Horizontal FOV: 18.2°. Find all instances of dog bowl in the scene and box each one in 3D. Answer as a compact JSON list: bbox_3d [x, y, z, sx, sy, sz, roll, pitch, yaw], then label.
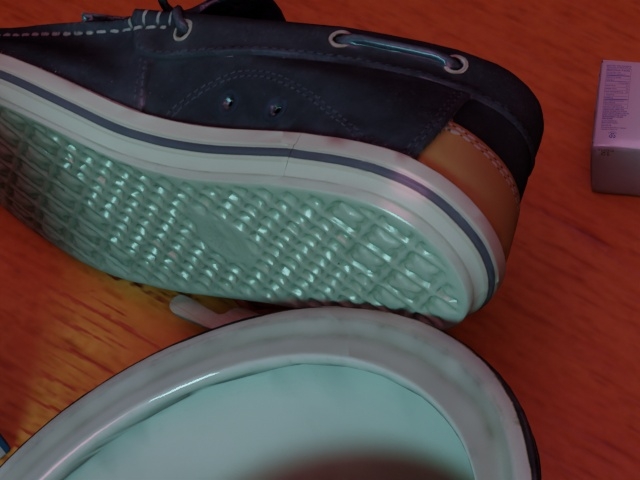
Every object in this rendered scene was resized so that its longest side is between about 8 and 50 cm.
[{"bbox_3d":[-0.041,0.235,1.114,0.408,0.150,0.408,-20,37,16],"label":"dog bowl"}]

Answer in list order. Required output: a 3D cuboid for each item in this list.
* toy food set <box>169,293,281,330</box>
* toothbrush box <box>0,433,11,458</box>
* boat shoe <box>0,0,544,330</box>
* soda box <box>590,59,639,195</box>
[{"bbox_3d":[0.000,0.000,1.350,0.128,0.071,0.218,11,60,42],"label":"toy food set"},{"bbox_3d":[-0.339,0.107,1.209,0.216,0.295,0.126,-39,67,-12],"label":"toothbrush box"},{"bbox_3d":[-0.074,-0.071,1.283,0.500,0.187,0.156,12,55,37],"label":"boat shoe"},{"bbox_3d":[0.292,-0.068,1.337,0.216,0.074,0.069,6,66,10],"label":"soda box"}]
